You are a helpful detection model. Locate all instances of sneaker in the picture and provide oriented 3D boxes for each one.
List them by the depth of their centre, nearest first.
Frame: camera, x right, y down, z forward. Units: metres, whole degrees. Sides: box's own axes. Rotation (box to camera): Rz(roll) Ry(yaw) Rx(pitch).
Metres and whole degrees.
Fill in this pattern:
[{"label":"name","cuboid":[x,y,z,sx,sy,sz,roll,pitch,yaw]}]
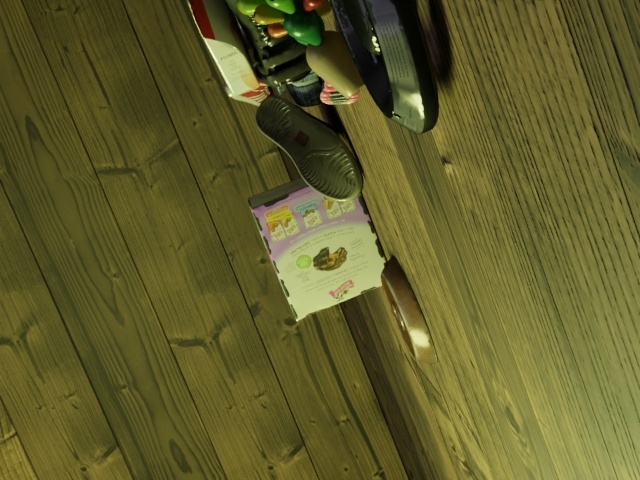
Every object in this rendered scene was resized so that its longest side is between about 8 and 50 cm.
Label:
[{"label":"sneaker","cuboid":[0.019,-0.201,1.514,0.119,0.047,0.057,77,-167,-66]},{"label":"sneaker","cuboid":[-0.056,-0.281,1.666,0.296,0.105,0.147,26,-140,-86]},{"label":"sneaker","cuboid":[0.010,-0.131,1.908,0.222,0.083,0.118,48,-162,31]},{"label":"sneaker","cuboid":[-0.091,-0.243,2.000,0.118,0.067,0.042,-4,-115,-61]}]

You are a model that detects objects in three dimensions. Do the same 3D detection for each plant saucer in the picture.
[{"label":"plant saucer","cuboid":[0.124,0.106,1.885,0.168,0.029,0.168,157,90,-86]}]

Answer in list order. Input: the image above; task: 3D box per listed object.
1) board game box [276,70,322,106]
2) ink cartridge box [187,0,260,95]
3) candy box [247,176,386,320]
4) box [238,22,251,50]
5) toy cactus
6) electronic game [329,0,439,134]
[{"label":"board game box","cuboid":[-0.066,-0.313,1.932,0.194,0.060,0.194,-118,6,-61]},{"label":"ink cartridge box","cuboid":[-0.139,-0.298,1.692,0.179,0.045,0.145,68,-177,-52]},{"label":"candy box","cuboid":[0.000,0.000,1.995,0.070,0.165,0.196,-121,10,-72]},{"label":"box","cuboid":[-0.139,-0.419,2.003,0.190,0.045,0.184,71,-159,-44]},{"label":"toy cactus","cuboid":[-0.010,-0.237,1.393,0.180,0.112,0.219,49,175,-3]},{"label":"electronic game","cuboid":[0.042,-0.193,1.031,0.229,0.048,0.229,159,90,-87]}]
